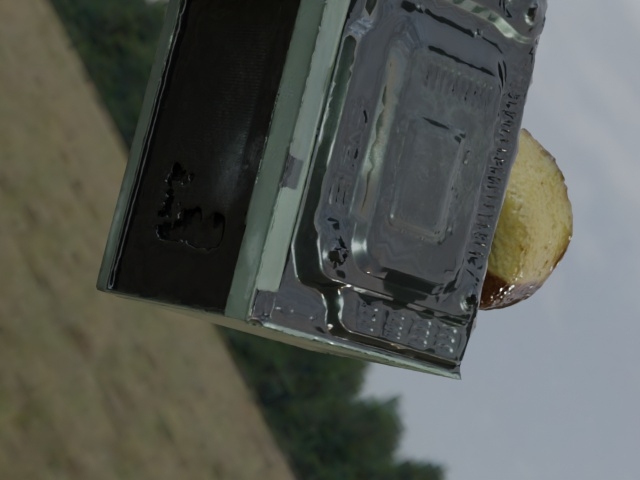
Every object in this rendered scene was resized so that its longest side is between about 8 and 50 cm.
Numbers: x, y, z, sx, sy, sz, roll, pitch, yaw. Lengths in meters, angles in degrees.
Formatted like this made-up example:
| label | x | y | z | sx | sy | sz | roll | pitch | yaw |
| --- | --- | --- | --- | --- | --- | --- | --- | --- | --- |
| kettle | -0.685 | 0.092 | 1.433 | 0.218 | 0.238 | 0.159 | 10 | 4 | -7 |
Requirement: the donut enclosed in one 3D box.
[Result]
| label | x | y | z | sx | sy | sz | roll | pitch | yaw |
| --- | --- | --- | --- | --- | --- | --- | --- | --- | --- |
| donut | 0.173 | -0.002 | 2.084 | 0.141 | 0.217 | 0.085 | 42 | 28 | 15 |

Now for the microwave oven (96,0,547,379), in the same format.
| label | x | y | z | sx | sy | sz | roll | pitch | yaw |
| --- | --- | --- | --- | --- | --- | --- | --- | --- | --- |
| microwave oven | 0.014 | -0.077 | 1.332 | 0.237 | 0.295 | 0.181 | 18 | -7 | -41 |
